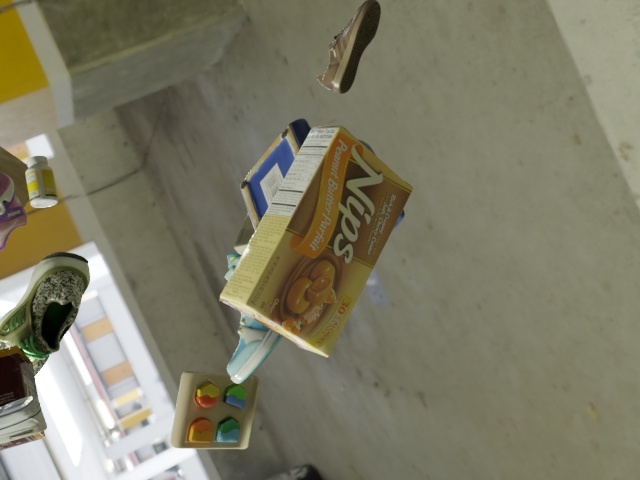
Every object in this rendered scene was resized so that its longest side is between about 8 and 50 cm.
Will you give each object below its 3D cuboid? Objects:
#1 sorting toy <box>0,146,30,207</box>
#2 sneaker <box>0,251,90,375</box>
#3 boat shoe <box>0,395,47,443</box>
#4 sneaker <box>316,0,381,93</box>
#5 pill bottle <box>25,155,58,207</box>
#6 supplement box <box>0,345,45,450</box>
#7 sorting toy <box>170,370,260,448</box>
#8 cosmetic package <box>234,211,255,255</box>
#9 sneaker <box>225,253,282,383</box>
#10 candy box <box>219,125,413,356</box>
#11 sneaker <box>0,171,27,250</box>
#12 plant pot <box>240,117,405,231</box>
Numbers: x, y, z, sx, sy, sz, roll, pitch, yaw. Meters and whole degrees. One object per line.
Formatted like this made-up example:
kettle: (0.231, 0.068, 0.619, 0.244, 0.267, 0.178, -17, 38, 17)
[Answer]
sorting toy: (-0.873, -0.157, 2.031, 0.257, 0.089, 0.255, 38, -159, -18)
sneaker: (-0.689, 0.226, 1.936, 0.410, 0.158, 0.182, -58, 33, 23)
boat shoe: (-0.629, 0.368, 1.500, 0.083, 0.226, 0.075, -91, -18, -72)
sneaker: (0.049, -0.378, 1.521, 0.071, 0.188, 0.066, 26, -175, 30)
pill bottle: (-0.674, -0.143, 1.916, 0.065, 0.065, 0.116, 132, 127, -72)
supplement box: (-0.754, 0.373, 1.815, 0.129, 0.191, 0.194, 95, 158, -63)
sorting toy: (-0.258, 0.427, 1.982, 0.038, 0.208, 0.192, 11, 91, 61)
cosmetic package: (-0.047, -0.032, 1.993, 0.113, 0.310, 0.160, 53, -142, -35)
sneaker: (-0.161, 0.146, 1.794, 0.208, 0.319, 0.127, 34, 176, 3)
candy box: (0.000, 0.000, 1.250, 0.183, 0.316, 0.088, 37, 163, -34)
sneaker: (-0.566, 0.002, 1.273, 0.095, 0.236, 0.104, 36, 164, 33)
plant pot: (-0.013, -0.078, 1.535, 0.212, 0.236, 0.236, 24, -150, -37)
